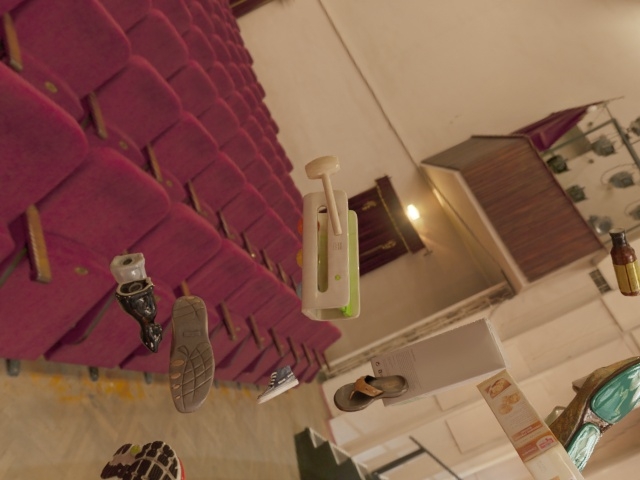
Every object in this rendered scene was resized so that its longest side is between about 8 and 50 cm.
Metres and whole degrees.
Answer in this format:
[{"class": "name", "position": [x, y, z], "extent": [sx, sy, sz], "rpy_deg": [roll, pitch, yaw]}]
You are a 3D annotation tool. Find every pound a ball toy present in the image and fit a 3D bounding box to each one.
[{"class": "pound a ball toy", "position": [0.000, 0.000, 1.086], "extent": [0.208, 0.136, 0.319], "rpy_deg": [53, 33, -64]}]

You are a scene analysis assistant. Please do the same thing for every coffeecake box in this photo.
[{"class": "coffeecake box", "position": [0.369, 0.343, 0.861], "extent": [0.142, 0.068, 0.185], "rpy_deg": [53, 8, -22]}]

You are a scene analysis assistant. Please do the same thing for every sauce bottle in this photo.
[{"class": "sauce bottle", "position": [0.556, 0.039, 0.892], "extent": [0.042, 0.042, 0.128], "rpy_deg": [-103, 173, -76]}]

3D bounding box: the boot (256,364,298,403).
[{"class": "boot", "position": [-0.176, 0.541, 1.848], "extent": [0.190, 0.069, 0.086], "rpy_deg": [-14, 69, -45]}]

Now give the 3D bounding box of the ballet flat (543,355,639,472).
[{"class": "ballet flat", "position": [0.586, 0.380, 1.087], "extent": [0.123, 0.348, 0.123], "rpy_deg": [38, -2, 1]}]

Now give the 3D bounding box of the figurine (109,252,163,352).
[{"class": "figurine", "position": [-0.483, 0.166, 1.309], "extent": [0.215, 0.092, 0.209], "rpy_deg": [47, -32, 50]}]

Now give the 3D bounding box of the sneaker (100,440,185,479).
[{"class": "sneaker", "position": [-0.339, 0.482, 1.004], "extent": [0.118, 0.279, 0.107], "rpy_deg": [48, 53, -23]}]

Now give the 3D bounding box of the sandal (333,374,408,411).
[{"class": "sandal", "position": [0.139, 0.403, 1.335], "extent": [0.090, 0.220, 0.060], "rpy_deg": [-117, -159, -56]}]

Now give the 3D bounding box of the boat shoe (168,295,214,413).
[{"class": "boat shoe", "position": [-0.393, 0.347, 1.489], "extent": [0.130, 0.132, 0.355], "rpy_deg": [117, -28, -55]}]

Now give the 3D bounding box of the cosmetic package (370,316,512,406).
[{"class": "cosmetic package", "position": [0.360, 0.368, 1.464], "extent": [0.197, 0.366, 0.155], "rpy_deg": [29, 41, -59]}]
